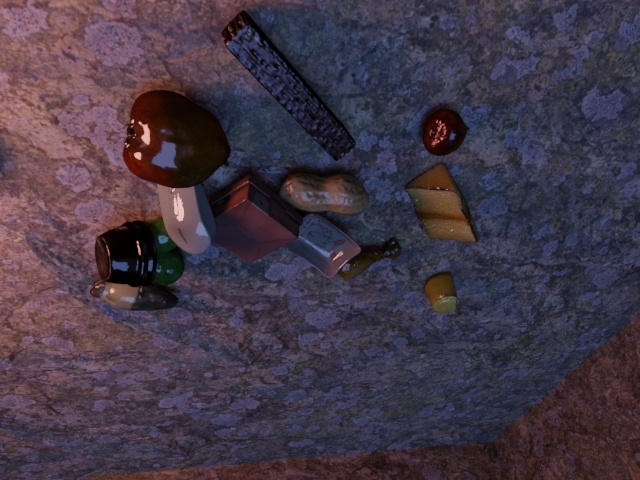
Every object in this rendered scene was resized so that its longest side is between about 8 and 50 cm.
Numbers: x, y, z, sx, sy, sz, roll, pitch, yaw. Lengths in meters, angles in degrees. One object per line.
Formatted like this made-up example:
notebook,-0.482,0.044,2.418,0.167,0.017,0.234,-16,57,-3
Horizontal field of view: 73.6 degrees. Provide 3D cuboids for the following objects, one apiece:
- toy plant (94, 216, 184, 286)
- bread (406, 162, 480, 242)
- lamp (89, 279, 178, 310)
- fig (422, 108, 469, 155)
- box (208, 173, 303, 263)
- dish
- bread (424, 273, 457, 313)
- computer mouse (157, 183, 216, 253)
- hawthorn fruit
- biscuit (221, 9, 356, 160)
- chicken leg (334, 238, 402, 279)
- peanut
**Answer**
toy plant,-0.472,0.039,1.162,0.235,0.175,0.218,-9,133,-43
bread,0.391,-0.103,1.310,0.142,0.178,0.266,-53,134,-10
lamp,-0.555,0.166,1.290,0.250,0.101,0.101,18,124,-33
fig,0.335,-0.299,1.133,0.119,0.153,0.119,23,142,20
box,-0.196,-0.048,1.171,0.215,0.086,0.215,-25,134,29
dish,0.000,0.000,1.294,0.212,0.077,0.151,35,115,-25
bread,0.452,0.199,1.594,0.111,0.114,0.129,-13,131,5
computer mouse,-0.342,-0.074,1.075,0.127,0.079,0.231,-15,102,25
hawthorn fruit,-0.307,-0.215,0.962,0.248,0.208,0.208,7,131,-42
biscuit,-0.058,-0.333,0.966,0.073,0.107,0.388,-38,130,15
chicken leg,0.153,0.056,1.401,0.251,0.087,0.107,-16,145,-10
peanut,0.017,-0.132,1.166,0.256,0.124,0.124,6,130,-19
